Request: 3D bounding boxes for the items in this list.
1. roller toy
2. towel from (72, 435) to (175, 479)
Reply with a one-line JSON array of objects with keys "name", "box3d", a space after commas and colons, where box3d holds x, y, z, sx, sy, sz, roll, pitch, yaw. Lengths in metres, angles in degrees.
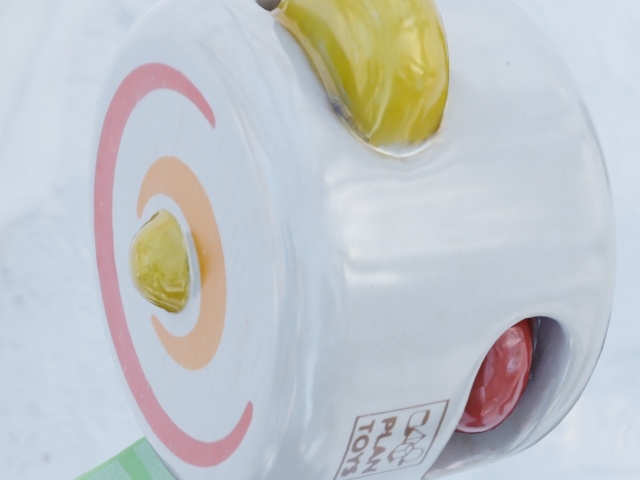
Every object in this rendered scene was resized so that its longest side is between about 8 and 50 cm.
[{"name": "roller toy", "box3d": [0.000, 0.000, 0.541, 0.146, 0.209, 0.191, -9, 93, -29]}, {"name": "towel", "box3d": [-0.067, 0.168, 0.659, 0.113, 0.023, 0.152, -32, 87, 1]}]
